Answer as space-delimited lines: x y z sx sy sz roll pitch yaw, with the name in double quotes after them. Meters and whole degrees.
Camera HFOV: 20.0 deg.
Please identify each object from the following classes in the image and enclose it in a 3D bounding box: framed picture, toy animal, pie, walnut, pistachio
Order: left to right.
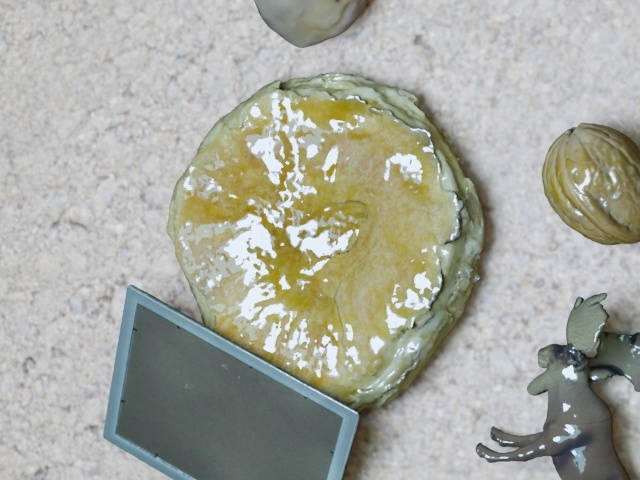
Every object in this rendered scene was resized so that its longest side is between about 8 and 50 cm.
-0.092 0.181 1.791 0.274 0.017 0.217 30 130 17 "framed picture"
-0.001 -0.296 1.743 0.152 0.126 0.223 21 99 56 "pistachio"
0.000 0.000 1.767 0.340 0.083 0.339 1 92 24 "pie"
0.241 0.167 1.680 0.186 0.094 0.214 -25 89 24 "toy animal"
0.260 -0.049 1.659 0.105 0.105 0.124 -36 93 18 "walnut"
